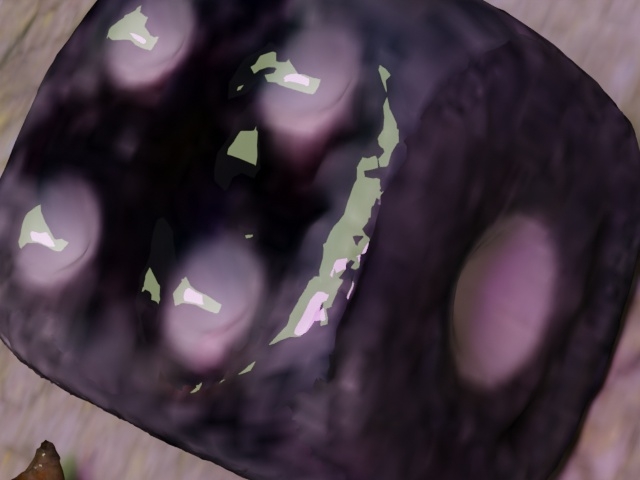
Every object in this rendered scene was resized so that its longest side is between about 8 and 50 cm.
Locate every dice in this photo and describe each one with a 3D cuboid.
[{"bbox_3d":[0.000,0.000,0.644,0.183,0.181,0.182,20,81,40],"label":"dice"}]

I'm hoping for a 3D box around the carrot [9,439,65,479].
[{"bbox_3d":[-0.143,0.250,0.720,0.070,0.070,0.342,-6,62,33],"label":"carrot"}]
